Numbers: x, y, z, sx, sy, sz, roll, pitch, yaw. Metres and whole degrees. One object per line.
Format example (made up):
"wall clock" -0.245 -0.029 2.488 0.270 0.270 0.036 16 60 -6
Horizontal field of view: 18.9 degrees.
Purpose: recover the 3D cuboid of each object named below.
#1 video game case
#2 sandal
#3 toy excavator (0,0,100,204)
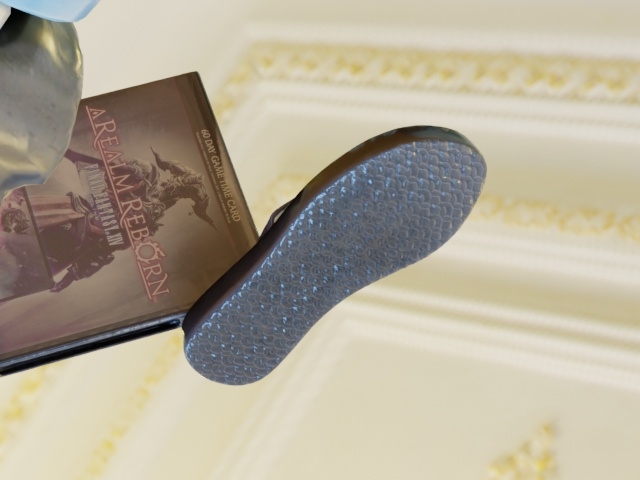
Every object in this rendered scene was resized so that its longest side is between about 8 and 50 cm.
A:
"video game case" -0.189 -0.007 1.368 0.274 0.026 0.196 -16 -118 -11
"sandal" -0.001 0.000 1.296 0.254 0.097 0.054 -38 -145 22
"toy excavator" -0.127 -0.284 0.627 0.445 0.222 0.433 -45 -129 10
